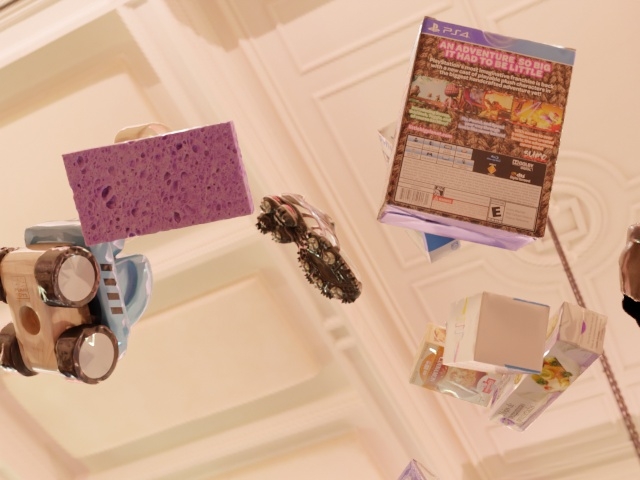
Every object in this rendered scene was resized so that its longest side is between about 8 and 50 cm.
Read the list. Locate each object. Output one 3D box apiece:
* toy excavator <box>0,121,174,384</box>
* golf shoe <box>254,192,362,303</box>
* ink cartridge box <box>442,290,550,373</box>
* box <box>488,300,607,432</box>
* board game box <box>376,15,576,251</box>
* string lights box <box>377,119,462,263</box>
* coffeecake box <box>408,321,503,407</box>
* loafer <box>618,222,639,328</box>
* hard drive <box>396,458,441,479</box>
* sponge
[{"bbox_3d":[-0.420,0.012,1.506,0.222,0.445,0.433,-2,-75,31],"label":"toy excavator"},{"bbox_3d":[0.000,0.000,1.461,0.273,0.120,0.105,47,-46,22],"label":"golf shoe"},{"bbox_3d":[0.225,0.126,1.020,0.092,0.090,0.143,12,-13,-6],"label":"ink cartridge box"},{"bbox_3d":[0.328,0.197,1.147,0.063,0.067,0.324,20,-31,6],"label":"box"},{"bbox_3d":[0.229,-0.154,1.170,0.232,0.141,0.291,13,-99,0],"label":"board game box"},{"bbox_3d":[0.191,-0.095,1.475,0.076,0.133,0.260,-26,-46,-7],"label":"string lights box"},{"bbox_3d":[0.306,0.277,1.721,0.185,0.068,0.142,17,-51,4],"label":"coffeecake box"},{"bbox_3d":[0.534,0.089,1.246,0.366,0.133,0.130,35,-101,-52],"label":"loafer"},{"bbox_3d":[0.037,0.394,0.777,0.040,0.210,0.319,35,-90,-8],"label":"hard drive"},{"bbox_3d":[-0.195,-0.069,0.942,0.210,0.031,0.117,-11,-80,1],"label":"sponge"}]
